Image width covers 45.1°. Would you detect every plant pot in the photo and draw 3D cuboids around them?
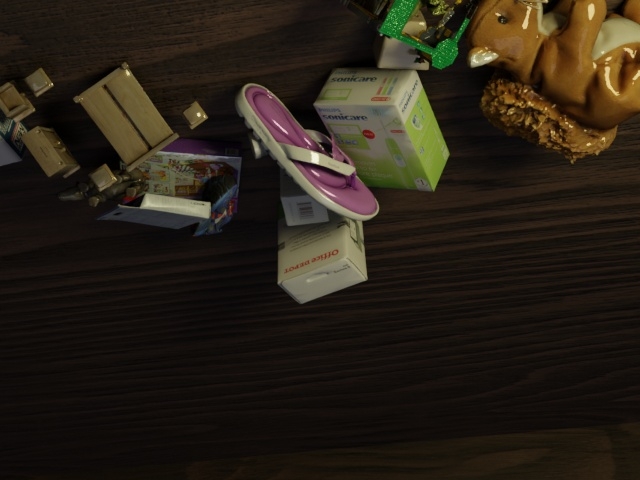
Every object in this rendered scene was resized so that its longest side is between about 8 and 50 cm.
[{"bbox_3d":[0.170,-0.423,1.602,0.109,0.109,0.096,1,126,-4],"label":"plant pot"}]

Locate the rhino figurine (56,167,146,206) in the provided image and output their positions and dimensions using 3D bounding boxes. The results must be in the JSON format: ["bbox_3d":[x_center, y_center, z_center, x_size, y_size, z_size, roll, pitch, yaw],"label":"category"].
[{"bbox_3d":[-0.526,-0.123,1.840,0.243,0.106,0.073,-9,105,18],"label":"rhino figurine"}]

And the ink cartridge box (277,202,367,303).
[{"bbox_3d":[0.000,0.000,1.958,0.198,0.272,0.115,-22,136,22],"label":"ink cartridge box"}]

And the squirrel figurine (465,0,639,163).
[{"bbox_3d":[0.459,-0.347,1.584,0.371,0.281,0.397,10,136,-5],"label":"squirrel figurine"}]

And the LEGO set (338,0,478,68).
[{"bbox_3d":[0.188,-0.510,1.460,0.255,0.192,0.331,1,124,-34],"label":"LEGO set"}]

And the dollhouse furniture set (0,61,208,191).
[{"bbox_3d":[-0.486,-0.298,1.734,0.356,0.174,0.303,-35,99,-4],"label":"dollhouse furniture set"}]

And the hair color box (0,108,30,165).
[{"bbox_3d":[-0.816,-0.304,1.683,0.174,0.105,0.347,-13,139,13],"label":"hair color box"}]

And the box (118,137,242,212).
[{"bbox_3d":[-0.346,-0.164,1.912,0.293,0.057,0.201,4,139,-8],"label":"box"}]

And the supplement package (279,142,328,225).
[{"bbox_3d":[-0.040,-0.139,1.862,0.105,0.179,0.105,-7,140,5],"label":"supplement package"}]

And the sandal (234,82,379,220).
[{"bbox_3d":[-0.017,-0.201,1.709,0.416,0.169,0.102,41,128,-9],"label":"sandal"}]

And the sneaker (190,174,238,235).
[{"bbox_3d":[-0.252,-0.088,1.915,0.087,0.083,0.221,5,147,-30],"label":"sneaker"}]

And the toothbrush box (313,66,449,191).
[{"bbox_3d":[0.144,-0.248,1.734,0.206,0.122,0.283,8,147,32],"label":"toothbrush box"}]

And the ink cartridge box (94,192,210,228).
[{"bbox_3d":[-0.412,-0.073,1.877,0.224,0.045,0.223,7,170,-30],"label":"ink cartridge box"}]

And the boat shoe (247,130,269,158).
[{"bbox_3d":[-0.129,-0.224,1.784,0.063,0.066,0.184,-16,-179,0],"label":"boat shoe"}]
